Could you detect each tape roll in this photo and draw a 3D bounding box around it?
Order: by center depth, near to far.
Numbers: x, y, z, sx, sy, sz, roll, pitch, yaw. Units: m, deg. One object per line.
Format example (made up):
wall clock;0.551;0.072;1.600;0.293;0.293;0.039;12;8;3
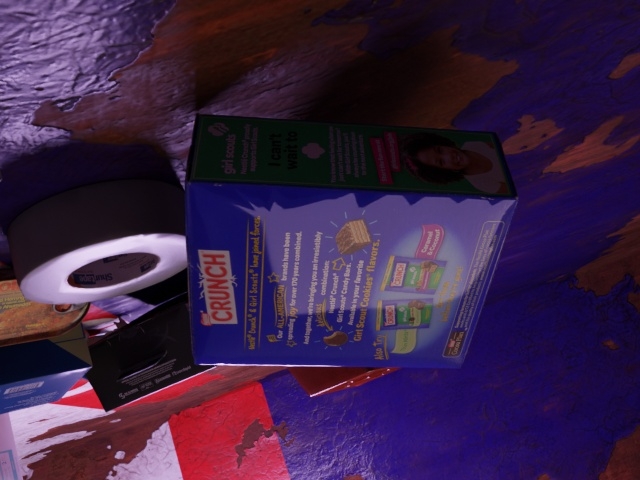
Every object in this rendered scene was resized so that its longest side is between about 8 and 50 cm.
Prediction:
tape roll;-0.262;0.006;0.892;0.219;0.072;0.219;-18;164;-5

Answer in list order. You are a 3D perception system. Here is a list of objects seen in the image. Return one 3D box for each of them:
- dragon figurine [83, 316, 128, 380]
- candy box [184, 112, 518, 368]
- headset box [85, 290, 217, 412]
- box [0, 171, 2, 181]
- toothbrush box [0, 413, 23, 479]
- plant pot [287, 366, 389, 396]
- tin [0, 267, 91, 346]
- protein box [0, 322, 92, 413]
dragon figurine;-0.413;0.210;1.363;0.289;0.085;0.144;-8;161;-32
candy box;0.018;0.013;0.792;0.317;0.122;0.268;2;132;-6
headset box;-0.233;0.156;1.187;0.218;0.110;0.293;-25;-176;18
box;-0.372;-0.047;0.578;0.180;0.078;0.147;-3;157;-43
toothbrush box;-0.803;0.491;1.608;0.295;0.216;0.126;-32;160;34
plant pot;0.057;0.185;1.548;0.267;0.236;0.267;-31;161;35
tin;-0.404;0.086;0.968;0.189;0.040;0.106;-6;127;-37
protein box;-0.475;0.172;1.074;0.199;0.136;0.201;-7;160;-37
